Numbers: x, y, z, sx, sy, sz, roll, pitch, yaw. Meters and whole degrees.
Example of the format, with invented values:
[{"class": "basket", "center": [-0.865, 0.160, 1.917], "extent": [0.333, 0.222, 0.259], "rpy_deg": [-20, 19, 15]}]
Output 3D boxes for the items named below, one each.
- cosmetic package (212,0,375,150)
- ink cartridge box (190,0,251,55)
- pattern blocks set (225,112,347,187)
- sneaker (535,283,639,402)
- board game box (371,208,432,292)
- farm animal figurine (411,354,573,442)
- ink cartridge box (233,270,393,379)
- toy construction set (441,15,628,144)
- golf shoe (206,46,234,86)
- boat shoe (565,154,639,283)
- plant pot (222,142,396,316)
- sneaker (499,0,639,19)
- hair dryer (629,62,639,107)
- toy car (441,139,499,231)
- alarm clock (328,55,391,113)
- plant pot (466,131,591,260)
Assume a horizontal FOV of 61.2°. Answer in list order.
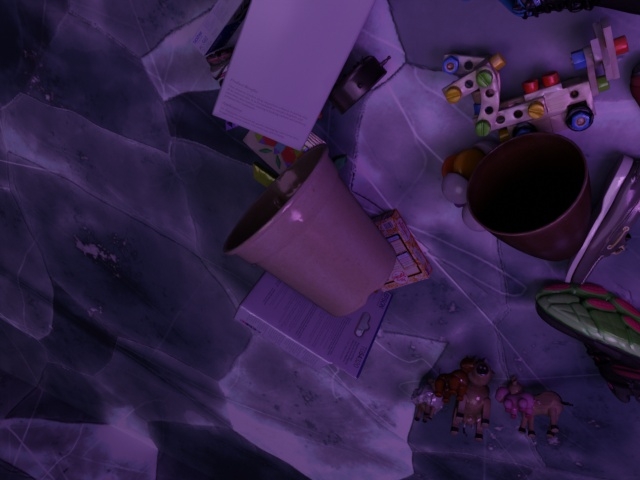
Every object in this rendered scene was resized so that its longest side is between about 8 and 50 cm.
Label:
[{"class": "cosmetic package", "center": [-0.055, -0.402, 1.089], "extent": [0.217, 0.156, 0.385], "rpy_deg": [22, 125, -15]}, {"class": "ink cartridge box", "center": [-0.194, -0.499, 1.172], "extent": [0.046, 0.097, 0.207], "rpy_deg": [45, 128, -9]}, {"class": "pattern blocks set", "center": [-0.093, -0.242, 1.346], "extent": [0.324, 0.026, 0.286], "rpy_deg": [30, 130, 3]}, {"class": "sneaker", "center": [0.692, 0.268, 1.229], "extent": [0.482, 0.185, 0.202], "rpy_deg": [32, 126, 4]}, {"class": "board game box", "center": [0.176, 0.031, 1.393], "extent": [0.146, 0.045, 0.194], "rpy_deg": [-21, 111, 34]}, {"class": "farm animal figurine", "center": [0.450, 0.420, 1.468], "extent": [0.330, 0.172, 0.327], "rpy_deg": [23, 141, 0]}, {"class": "ink cartridge box", "center": [-0.006, 0.168, 1.392], "extent": [0.330, 0.324, 0.071], "rpy_deg": [34, 131, 1]}, {"class": "toy construction set", "center": [0.403, -0.292, 1.015], "extent": [0.327, 0.151, 0.215], "rpy_deg": [-5, 120, 40]}, {"class": "golf shoe", "center": [-0.166, -0.407, 1.238], "extent": [0.185, 0.068, 0.086], "rpy_deg": [-6, 120, 23]}, {"class": "boat shoe", "center": [0.599, -0.024, 1.120], "extent": [0.091, 0.109, 0.305], "rpy_deg": [22, 125, 16]}, {"class": "plant pot", "center": [0.000, 0.000, 1.258], "extent": [0.305, 0.334, 0.333], "rpy_deg": [43, 129, -16]}, {"class": "sneaker", "center": [0.394, -0.425, 0.907], "extent": [0.340, 0.125, 0.140], "rpy_deg": [24, 89, 17]}, {"class": "hair dryer", "center": [0.661, -0.286, 0.931], "extent": [0.223, 0.080, 0.294], "rpy_deg": [12, 126, 17]}, {"class": "toy car", "center": [0.334, -0.114, 1.176], "extent": [0.182, 0.159, 0.136], "rpy_deg": [50, 162, -13]}, {"class": "alarm clock", "center": [0.067, -0.327, 1.158], "extent": [0.064, 0.129, 0.192], "rpy_deg": [45, 156, -7]}, {"class": "plant pot", "center": [0.430, -0.054, 1.051], "extent": [0.215, 0.216, 0.230], "rpy_deg": [-16, 144, 32]}]
